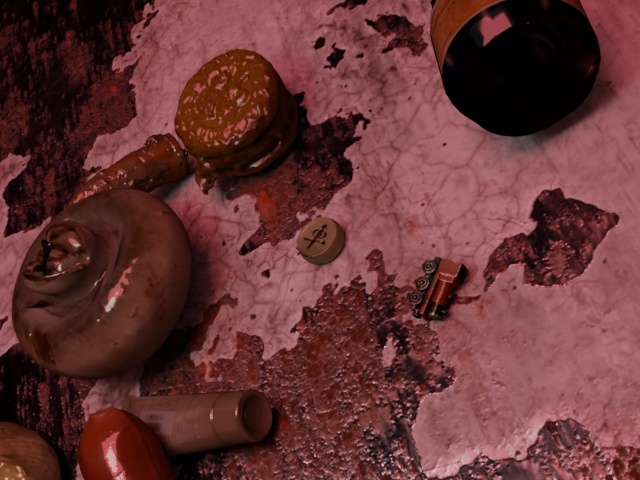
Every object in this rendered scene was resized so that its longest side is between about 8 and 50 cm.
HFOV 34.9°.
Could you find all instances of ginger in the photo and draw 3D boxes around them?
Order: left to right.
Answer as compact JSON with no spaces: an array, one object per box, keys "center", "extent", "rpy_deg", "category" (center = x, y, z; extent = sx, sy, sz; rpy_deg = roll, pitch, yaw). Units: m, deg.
[{"center":[-0.543,0.401,1.785],"extent":[0.267,0.152,0.138],"rpy_deg":[16,99,59],"category":"ginger"}]

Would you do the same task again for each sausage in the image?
[{"center":[-0.293,0.383,1.597],"extent":[0.133,0.133,0.258],"rpy_deg":[-31,69,16],"category":"sausage"}]

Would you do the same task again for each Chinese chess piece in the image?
[{"center":[0.000,0.000,1.722],"extent":[0.084,0.034,0.084],"rpy_deg":[-18,53,25],"category":"Chinese chess piece"}]

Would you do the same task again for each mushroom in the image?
[{"center":[-0.405,0.060,1.794],"extent":[0.362,0.294,0.362],"rpy_deg":[-20,52,27],"category":"mushroom"}]

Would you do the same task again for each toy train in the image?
[{"center":[0.176,0.075,1.544],"extent":[0.064,0.044,0.103],"rpy_deg":[16,72,30],"category":"toy train"}]

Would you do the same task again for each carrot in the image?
[{"center":[-0.382,-0.113,1.970],"extent":[0.263,0.102,0.102],"rpy_deg":[-30,44,-17],"category":"carrot"}]

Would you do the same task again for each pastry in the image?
[{"center":[-0.167,-0.240,1.907],"extent":[0.235,0.132,0.240],"rpy_deg":[-25,51,6],"category":"pastry"}]

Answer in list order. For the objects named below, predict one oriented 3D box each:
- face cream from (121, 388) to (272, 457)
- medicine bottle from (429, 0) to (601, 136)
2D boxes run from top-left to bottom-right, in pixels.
[{"center":[-0.228,0.302,1.671],"extent":[0.341,0.084,0.137],"rpy_deg":[-15,56,38],"category":"face cream"},{"center":[0.279,-0.367,1.619],"extent":[0.242,0.242,0.395],"rpy_deg":[-30,43,17],"category":"medicine bottle"}]
